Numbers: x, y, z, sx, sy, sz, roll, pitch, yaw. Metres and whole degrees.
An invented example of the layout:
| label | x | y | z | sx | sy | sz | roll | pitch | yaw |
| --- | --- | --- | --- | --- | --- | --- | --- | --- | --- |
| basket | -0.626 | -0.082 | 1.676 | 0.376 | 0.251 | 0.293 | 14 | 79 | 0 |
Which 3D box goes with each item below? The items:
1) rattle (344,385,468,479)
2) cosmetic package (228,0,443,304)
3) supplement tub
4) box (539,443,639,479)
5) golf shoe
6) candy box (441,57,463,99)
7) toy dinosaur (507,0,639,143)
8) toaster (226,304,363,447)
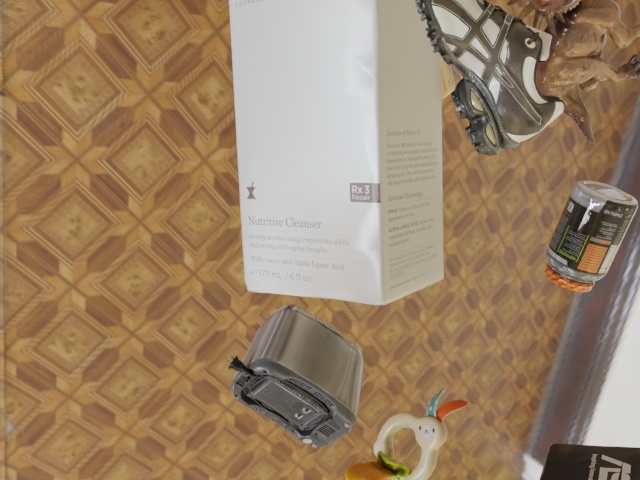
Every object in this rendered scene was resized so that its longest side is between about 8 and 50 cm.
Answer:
| label | x | y | z | sx | sy | sz | roll | pitch | yaw |
| --- | --- | --- | --- | --- | --- | --- | --- | --- | --- |
| rattle | 0.145 | 0.333 | 1.131 | 0.142 | 0.130 | 0.200 | 26 | 118 | -28 |
| cosmetic package | 0.021 | -0.133 | 0.785 | 0.156 | 0.217 | 0.385 | -16 | 104 | -52 |
| supplement tub | 0.497 | -0.007 | 1.224 | 0.117 | 0.117 | 0.190 | -4 | 121 | -35 |
| box | 0.111 | 0.247 | 0.233 | 0.216 | 0.060 | 0.270 | -24 | 106 | -59 |
| golf shoe | 0.139 | -0.173 | 0.551 | 0.094 | 0.077 | 0.198 | -22 | 112 | 18 |
| candy box | 0.135 | -0.375 | 0.955 | 0.183 | 0.087 | 0.316 | -44 | 120 | -48 |
| toy dinosaur | 0.356 | -0.289 | 0.947 | 0.200 | 0.127 | 0.296 | -10 | 121 | -17 |
| toaster | -0.035 | 0.204 | 1.027 | 0.227 | 0.146 | 0.129 | 34 | 130 | -12 |
